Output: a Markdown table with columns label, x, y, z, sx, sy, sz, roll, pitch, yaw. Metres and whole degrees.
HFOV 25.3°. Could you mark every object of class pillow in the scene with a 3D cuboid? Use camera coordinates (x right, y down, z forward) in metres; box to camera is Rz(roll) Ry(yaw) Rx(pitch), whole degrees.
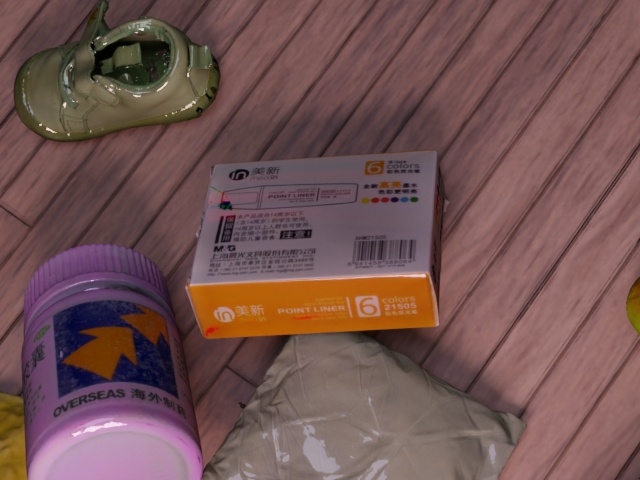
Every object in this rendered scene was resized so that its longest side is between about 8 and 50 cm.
| label | x | y | z | sx | sy | sz | roll | pitch | yaw |
| --- | --- | --- | --- | --- | --- | --- | --- | --- | --- |
| pillow | 0.043 | 0.233 | 1.509 | 0.281 | 0.076 | 0.274 | 29 | 61 | 9 |

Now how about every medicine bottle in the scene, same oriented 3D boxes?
| label | x | y | z | sx | sy | sz | roll | pitch | yaw |
| --- | --- | --- | --- | --- | --- | --- | --- | --- | --- |
| medicine bottle | -0.229 | 0.154 | 1.525 | 0.178 | 0.178 | 0.290 | -21 | 40 | 3 |

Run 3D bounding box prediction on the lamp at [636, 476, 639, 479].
| label | x | y | z | sx | sy | sz | roll | pitch | yaw |
| --- | --- | --- | --- | --- | --- | --- | --- | --- | --- |
| lamp | 0.308 | 0.359 | 1.413 | 0.177 | 0.177 | 0.274 | 41 | 83 | 21 |

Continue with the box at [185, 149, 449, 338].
| label | x | y | z | sx | sy | sz | roll | pitch | yaw |
| --- | --- | --- | --- | --- | --- | --- | --- | --- | --- |
| box | 0.000 | 0.000 | 1.592 | 0.274 | 0.091 | 0.220 | -2 | 42 | 11 |

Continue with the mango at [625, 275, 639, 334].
| label | x | y | z | sx | sy | sz | roll | pitch | yaw |
| --- | --- | --- | --- | --- | --- | --- | --- | --- | --- |
| mango | 0.437 | 0.091 | 1.500 | 0.233 | 0.125 | 0.111 | 23 | 72 | 22 |

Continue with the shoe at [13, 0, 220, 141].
| label | x | y | z | sx | sy | sz | roll | pitch | yaw |
| --- | --- | --- | --- | --- | --- | --- | --- | --- | --- |
| shoe | -0.255 | -0.211 | 1.754 | 0.262 | 0.128 | 0.140 | -1 | 57 | 8 |

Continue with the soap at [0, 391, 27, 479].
| label | x | y | z | sx | sy | sz | roll | pitch | yaw |
| --- | --- | --- | --- | --- | --- | --- | --- | --- | --- |
| soap | -0.384 | 0.372 | 1.566 | 0.306 | 0.115 | 0.427 | 10 | 73 | 16 |

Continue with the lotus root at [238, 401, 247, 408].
| label | x | y | z | sx | sy | sz | roll | pitch | yaw |
| --- | --- | --- | --- | --- | --- | --- | --- | --- | --- |
| lotus root | -0.038 | 0.231 | 1.577 | 0.073 | 0.062 | 0.150 | -34 | 72 | -2 |
